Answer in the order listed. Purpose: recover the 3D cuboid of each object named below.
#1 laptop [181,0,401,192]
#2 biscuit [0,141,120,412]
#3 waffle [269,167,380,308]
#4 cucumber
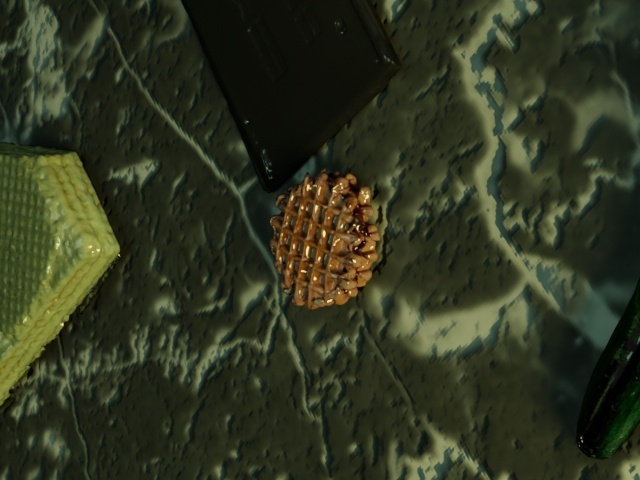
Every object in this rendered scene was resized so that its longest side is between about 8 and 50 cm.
[{"bbox_3d":[-0.033,-0.142,1.013,0.135,0.016,0.197,-43,61,39],"label":"laptop"},{"bbox_3d":[-0.234,0.026,1.199,0.252,0.052,0.150,-47,59,36],"label":"biscuit"},{"bbox_3d":[0.000,0.000,0.973,0.083,0.029,0.075,-31,66,45],"label":"waffle"},{"bbox_3d":[0.159,0.029,0.809,0.036,0.033,0.184,26,113,20],"label":"cucumber"}]
